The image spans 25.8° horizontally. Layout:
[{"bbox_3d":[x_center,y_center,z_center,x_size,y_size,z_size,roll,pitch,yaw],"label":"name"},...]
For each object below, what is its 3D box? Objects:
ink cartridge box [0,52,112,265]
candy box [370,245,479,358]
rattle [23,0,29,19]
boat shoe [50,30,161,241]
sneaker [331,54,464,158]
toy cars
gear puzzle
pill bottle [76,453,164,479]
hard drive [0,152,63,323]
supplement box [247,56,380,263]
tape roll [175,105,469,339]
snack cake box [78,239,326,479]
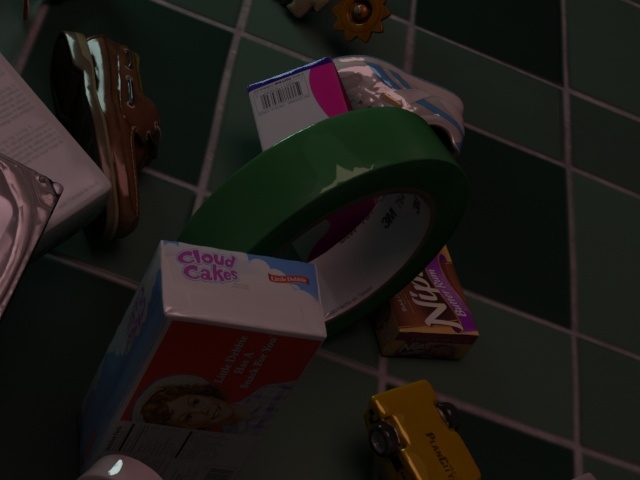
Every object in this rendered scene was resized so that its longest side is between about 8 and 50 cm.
[{"bbox_3d":[-0.443,-0.104,1.379,0.385,0.091,0.308,48,52,5],"label":"ink cartridge box"},{"bbox_3d":[0.105,0.050,1.652,0.109,0.053,0.186,6,47,-26],"label":"candy box"},{"bbox_3d":[-0.352,-0.369,1.772,0.143,0.130,0.199,34,68,18],"label":"rattle"},{"bbox_3d":[-0.228,-0.126,1.579,0.104,0.110,0.307,4,49,-26],"label":"boat shoe"},{"bbox_3d":[0.087,-0.171,1.826,0.229,0.087,0.092,15,47,-15],"label":"sneaker"},{"bbox_3d":[0.198,0.297,1.453,0.394,0.087,0.176,30,47,-7],"label":"toy cars"},{"bbox_3d":[-0.006,-0.409,1.948,0.339,0.175,0.044,52,16,21],"label":"gear puzzle"},{"bbox_3d":[-0.219,0.287,1.185,0.121,0.121,0.221,38,42,7],"label":"pill bottle"},{"bbox_3d":[-0.427,-0.027,1.250,0.339,0.064,0.237,27,54,-12],"label":"hard drive"},{"bbox_3d":[-0.002,-0.090,1.648,0.111,0.114,0.220,-19,52,6],"label":"supplement box"},{"bbox_3d":[0.000,0.000,1.435,0.321,0.321,0.077,-13,57,-38],"label":"tape roll"},{"bbox_3d":[-0.117,0.124,1.292,0.152,0.264,0.089,11,45,-22],"label":"snack cake box"}]
